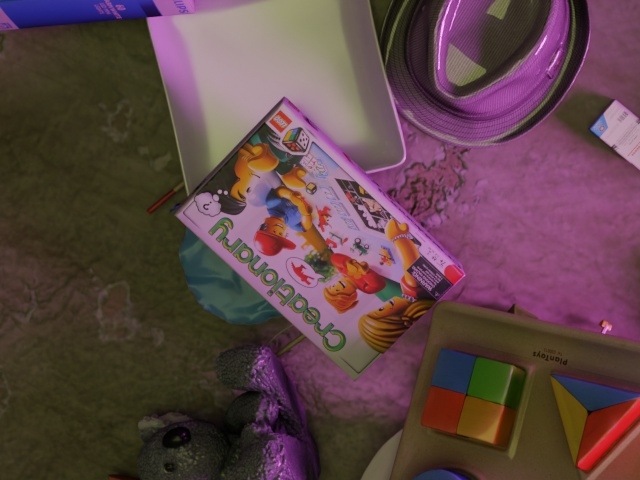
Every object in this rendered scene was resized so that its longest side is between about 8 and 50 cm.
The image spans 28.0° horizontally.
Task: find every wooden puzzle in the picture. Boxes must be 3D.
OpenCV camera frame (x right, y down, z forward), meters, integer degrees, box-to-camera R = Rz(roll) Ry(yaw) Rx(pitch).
[{"bbox_3d":[0.226,0.262,1.446,0.322,0.080,0.348,12,86,29],"label":"wooden puzzle"}]

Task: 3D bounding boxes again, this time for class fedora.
[{"bbox_3d":[0.194,-0.242,1.522,0.244,0.124,0.275,38,100,1],"label":"fedora"}]

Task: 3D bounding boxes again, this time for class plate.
[{"bbox_3d":[-0.055,-0.197,1.589,0.277,0.045,0.278,-13,91,8],"label":"plate"}]

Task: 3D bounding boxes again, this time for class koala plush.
[{"bbox_3d":[-0.127,0.269,1.594,0.221,0.203,0.196,-18,55,9],"label":"koala plush"}]

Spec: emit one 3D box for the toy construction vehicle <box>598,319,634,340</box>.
[{"bbox_3d":[0.355,0.159,1.600,0.086,0.035,0.098,36,100,1],"label":"toy construction vehicle"}]

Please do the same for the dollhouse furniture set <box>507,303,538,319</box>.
[{"bbox_3d":[0.214,0.154,1.623,0.076,0.058,0.151,30,119,-5],"label":"dollhouse furniture set"}]

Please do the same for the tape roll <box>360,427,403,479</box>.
[{"bbox_3d":[0.181,0.351,1.557,0.286,0.100,0.286,-5,79,28],"label":"tape roll"}]

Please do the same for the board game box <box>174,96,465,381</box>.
[{"bbox_3d":[0.000,0.000,1.557,0.305,0.053,0.193,43,102,-8],"label":"board game box"}]

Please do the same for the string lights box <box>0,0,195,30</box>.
[{"bbox_3d":[-0.285,-0.340,1.566,0.260,0.077,0.133,-4,73,8],"label":"string lights box"}]

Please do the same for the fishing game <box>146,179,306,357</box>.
[{"bbox_3d":[-0.085,0.014,1.633,0.189,0.041,0.264,-41,86,2],"label":"fishing game"}]

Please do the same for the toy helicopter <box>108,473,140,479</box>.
[{"bbox_3d":[-0.150,0.408,1.666,0.355,0.140,0.235,-7,88,-3],"label":"toy helicopter"}]

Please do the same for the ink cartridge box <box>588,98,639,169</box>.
[{"bbox_3d":[0.374,-0.128,1.564,0.083,0.028,0.048,40,100,1],"label":"ink cartridge box"}]
